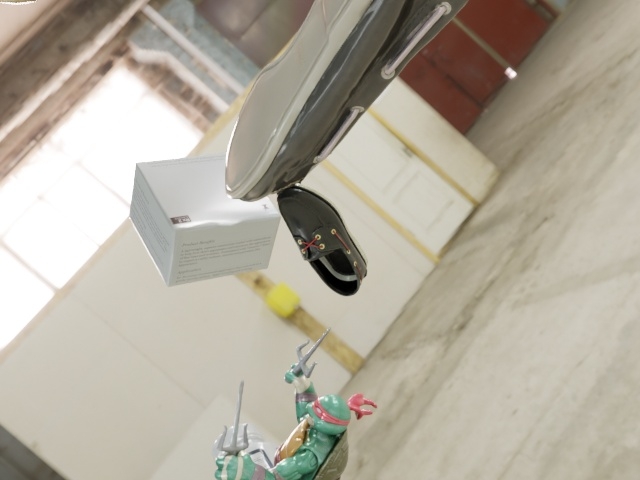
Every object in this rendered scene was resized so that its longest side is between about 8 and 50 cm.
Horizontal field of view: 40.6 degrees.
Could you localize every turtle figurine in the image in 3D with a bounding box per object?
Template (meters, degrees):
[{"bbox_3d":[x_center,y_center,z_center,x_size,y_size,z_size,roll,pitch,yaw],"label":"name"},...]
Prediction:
[{"bbox_3d":[-0.034,0.208,0.839,0.175,0.118,0.234,-28,-33,-62],"label":"turtle figurine"}]

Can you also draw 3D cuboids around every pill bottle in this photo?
[{"bbox_3d":[-0.086,0.361,1.272,0.108,0.108,0.180,-48,47,7],"label":"pill bottle"}]

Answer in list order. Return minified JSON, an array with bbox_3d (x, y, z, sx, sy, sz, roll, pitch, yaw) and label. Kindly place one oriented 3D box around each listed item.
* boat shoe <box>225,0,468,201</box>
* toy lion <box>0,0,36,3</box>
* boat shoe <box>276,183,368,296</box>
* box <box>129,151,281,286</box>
[{"bbox_3d":[0.012,-0.124,0.704,0.335,0.096,0.112,130,145,-51],"label":"boat shoe"},{"bbox_3d":[-0.184,-0.169,0.547,0.096,0.100,0.034,-22,-62,-48],"label":"toy lion"},{"bbox_3d":[0.002,-0.001,0.821,0.049,0.133,0.042,-18,37,30],"label":"boat shoe"},{"bbox_3d":[-0.189,-0.039,1.387,0.181,0.182,0.119,-10,-45,-30],"label":"box"}]
